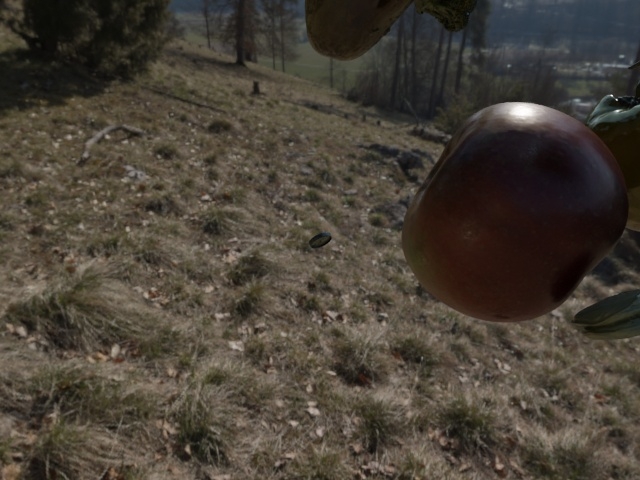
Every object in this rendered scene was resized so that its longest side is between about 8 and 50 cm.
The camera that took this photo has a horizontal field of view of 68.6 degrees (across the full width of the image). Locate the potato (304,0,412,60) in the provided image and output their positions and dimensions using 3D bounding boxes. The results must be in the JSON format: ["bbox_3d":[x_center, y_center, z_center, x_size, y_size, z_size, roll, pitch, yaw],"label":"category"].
[{"bbox_3d":[0.077,-0.503,0.947,0.210,0.307,0.173,23,46,-20],"label":"potato"}]

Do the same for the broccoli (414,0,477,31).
[{"bbox_3d":[0.266,-0.528,0.980,0.137,0.162,0.146,-18,51,-6],"label":"broccoli"}]

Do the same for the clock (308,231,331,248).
[{"bbox_3d":[0.000,0.000,1.630,0.085,0.085,0.017,-15,66,-24],"label":"clock"}]

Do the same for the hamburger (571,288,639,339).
[{"bbox_3d":[0.402,0.108,0.649,0.084,0.054,0.121,-24,-6,-12],"label":"hamburger"}]

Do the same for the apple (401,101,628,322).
[{"bbox_3d":[0.294,-0.037,0.746,0.276,0.349,0.348,32,34,3],"label":"apple"}]

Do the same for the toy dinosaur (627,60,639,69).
[{"bbox_3d":[0.719,-0.429,0.851,0.072,0.252,0.200,-4,26,-25],"label":"toy dinosaur"}]

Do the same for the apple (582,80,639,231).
[{"bbox_3d":[0.611,-0.162,0.828,0.254,0.292,0.292,41,26,-14],"label":"apple"}]
